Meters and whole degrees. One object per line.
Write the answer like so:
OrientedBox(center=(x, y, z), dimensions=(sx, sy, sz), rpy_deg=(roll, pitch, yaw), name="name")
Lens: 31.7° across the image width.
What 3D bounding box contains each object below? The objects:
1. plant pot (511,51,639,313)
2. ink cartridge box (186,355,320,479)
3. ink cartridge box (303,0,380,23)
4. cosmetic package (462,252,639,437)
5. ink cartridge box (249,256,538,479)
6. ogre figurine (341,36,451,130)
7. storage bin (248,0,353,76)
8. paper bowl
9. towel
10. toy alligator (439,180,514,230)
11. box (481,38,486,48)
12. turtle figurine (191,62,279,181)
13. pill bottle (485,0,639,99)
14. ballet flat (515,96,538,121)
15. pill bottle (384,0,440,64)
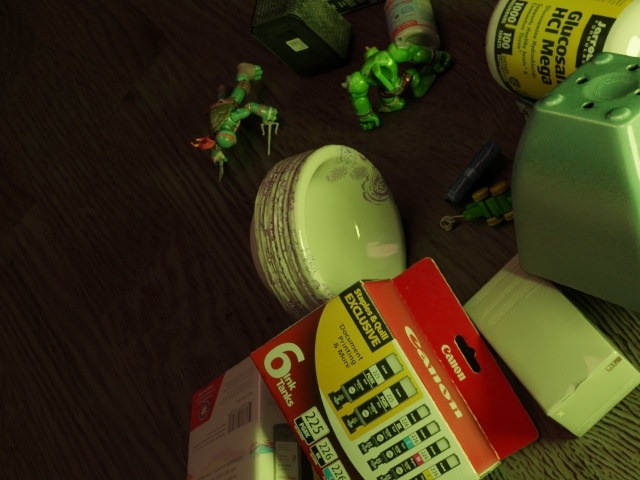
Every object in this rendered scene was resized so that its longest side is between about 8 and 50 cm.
OrientedBox(center=(0.393, -0.095, 1.451), dimensions=(0.247, 0.252, 0.248), rpy_deg=(-39, 36, -24), name="plant pot")
OrientedBox(center=(-0.100, 0.350, 1.700), dimensions=(0.226, 0.131, 0.306), rpy_deg=(-35, 47, 47), name="ink cartridge box")
OrientedBox(center=(0.035, -0.533, 2.274), dimensions=(0.333, 0.065, 0.165), rpy_deg=(-12, 56, 38), name="ink cartridge box")
OrientedBox(center=(0.313, 0.138, 1.543), dimensions=(0.127, 0.107, 0.238), rpy_deg=(-44, 45, 11), name="cosmetic package")
OrientedBox(center=(0.102, 0.214, 1.558), dimensions=(0.272, 0.130, 0.309), rpy_deg=(-36, 77, 18), name="ink cartridge box")
OrientedBox(center=(0.125, -0.286, 1.984), dimensions=(0.197, 0.118, 0.096), rpy_deg=(-21, 51, 31), name="ogre figurine")
OrientedBox(center=(-0.036, -0.403, 2.161), dimensions=(0.122, 0.180, 0.084), rpy_deg=(-11, 58, 38), name="storage bin")
OrientedBox(center=(0.000, 0.000, 1.779), dimensions=(0.148, 0.284, 0.284), rpy_deg=(-13, 55, 38), name="paper bowl")
OrientedBox(center=(0.242, -0.107, 1.797), dimensions=(0.029, 0.067, 0.119), rpy_deg=(40, 89, 5), name="towel")
OrientedBox(center=(0.264, -0.056, 1.759), dimensions=(0.051, 0.056, 0.190), rpy_deg=(-37, 10, -36), name="toy alligator")
OrientedBox(center=(0.324, -0.348, 1.919), dimensions=(0.083, 0.018, 0.067), rpy_deg=(-46, 42, 8), name="box")
OrientedBox(center=(-0.169, -0.238, 2.229), dimensions=(0.175, 0.118, 0.234), rpy_deg=(-25, 43, 29), name="turtle figurine")
OrientedBox(center=(0.420, -0.277, 1.657), dimensions=(0.334, 0.188, 0.187), rpy_deg=(25, 81, 48), name="pill bottle")
OrientedBox(center=(0.366, -0.175, 1.737), dimensions=(0.070, 0.070, 0.188), rpy_deg=(-57, 38, -4), name="ballet flat")
OrientedBox(center=(0.163, -0.402, 2.049), dimensions=(0.087, 0.087, 0.160), rpy_deg=(-30, 47, 25), name="pill bottle")
